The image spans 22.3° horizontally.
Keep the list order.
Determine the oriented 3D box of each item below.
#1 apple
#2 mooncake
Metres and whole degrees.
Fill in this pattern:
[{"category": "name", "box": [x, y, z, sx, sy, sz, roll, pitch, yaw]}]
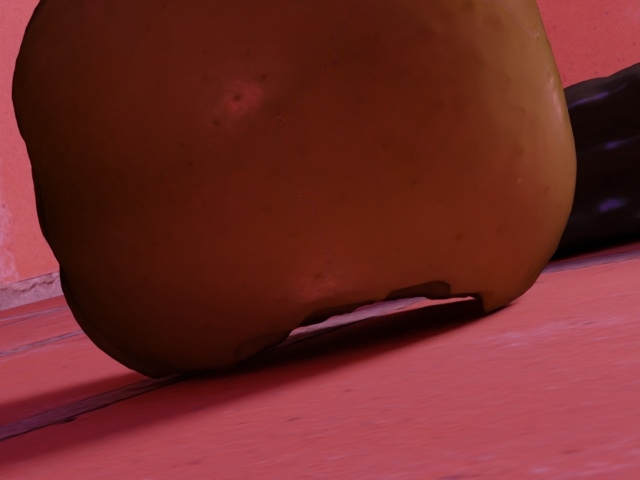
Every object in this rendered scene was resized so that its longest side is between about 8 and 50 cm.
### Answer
[{"category": "apple", "box": [-0.013, -0.059, 0.767, 0.279, 0.279, 0.279, -13, 2, 0]}, {"category": "mooncake", "box": [0.165, -0.045, 0.970, 0.175, 0.104, 0.168, -18, 9, -24]}]
